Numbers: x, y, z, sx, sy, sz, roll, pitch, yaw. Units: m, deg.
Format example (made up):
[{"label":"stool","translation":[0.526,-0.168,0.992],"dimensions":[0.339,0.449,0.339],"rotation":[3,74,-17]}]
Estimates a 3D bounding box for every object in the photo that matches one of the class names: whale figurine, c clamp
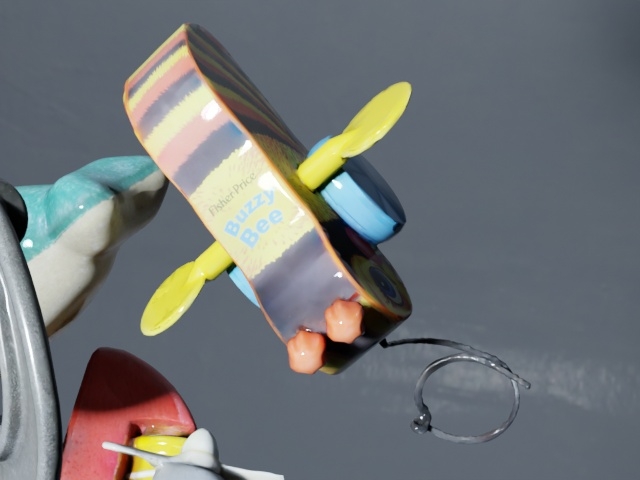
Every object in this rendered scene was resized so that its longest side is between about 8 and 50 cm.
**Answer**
[{"label":"whale figurine","translation":[-0.229,0.013,0.835],"dimensions":[0.272,0.216,0.141],"rotation":[-37,92,29]},{"label":"c clamp","translation":[-0.119,0.020,0.374],"dimensions":[0.022,0.137,0.160],"rotation":[-6,-178,-36]}]

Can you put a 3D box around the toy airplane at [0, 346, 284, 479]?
[{"label":"toy airplane","translation":[-0.108,0.298,0.953],"dimensions":[0.272,0.386,0.384],"rotation":[-13,102,-6]}]

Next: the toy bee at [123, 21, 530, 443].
[{"label":"toy bee","translation":[0.000,0.000,0.665],"dimensions":[0.298,0.162,0.195],"rotation":[28,104,5]}]
